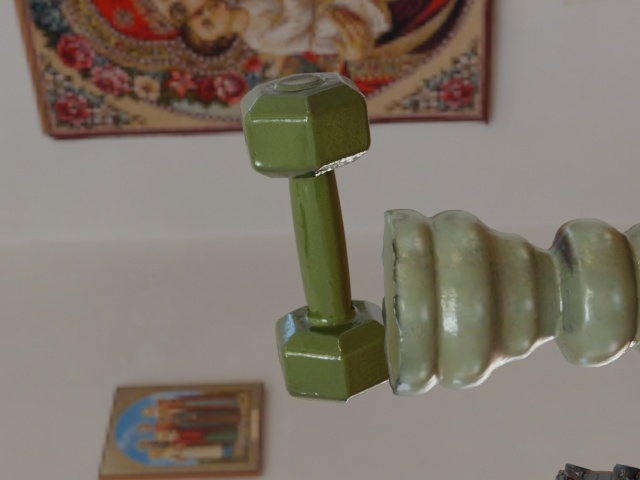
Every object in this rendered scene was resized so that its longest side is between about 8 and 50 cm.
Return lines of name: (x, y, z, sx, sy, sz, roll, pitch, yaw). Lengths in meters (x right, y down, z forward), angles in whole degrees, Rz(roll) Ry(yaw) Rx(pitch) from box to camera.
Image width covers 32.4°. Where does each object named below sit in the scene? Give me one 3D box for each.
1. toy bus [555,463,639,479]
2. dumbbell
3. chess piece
toy bus: (0.124, 0.109, 0.438, 0.110, 0.043, 0.031, 130, 156, -77)
dumbbell: (0.000, 0.000, 1.004, 0.121, 0.108, 0.302, -114, 14, -68)
chess piece: (0.166, 0.038, 0.773, 0.133, 0.243, 0.133, 178, 90, -89)
